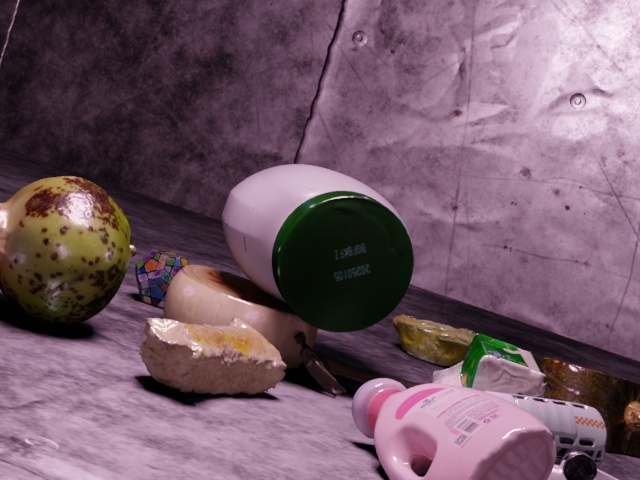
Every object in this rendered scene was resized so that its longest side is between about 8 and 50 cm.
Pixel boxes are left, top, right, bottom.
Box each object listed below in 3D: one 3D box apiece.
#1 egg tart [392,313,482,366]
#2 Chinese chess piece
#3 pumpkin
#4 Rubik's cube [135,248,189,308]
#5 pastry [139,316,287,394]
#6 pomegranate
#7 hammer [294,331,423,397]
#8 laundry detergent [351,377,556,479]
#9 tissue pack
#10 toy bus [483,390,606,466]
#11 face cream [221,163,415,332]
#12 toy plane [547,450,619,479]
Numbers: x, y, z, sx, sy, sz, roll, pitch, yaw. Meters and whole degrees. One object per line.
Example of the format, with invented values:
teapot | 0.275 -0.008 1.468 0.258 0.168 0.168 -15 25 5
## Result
egg tart | 0.232 0.200 2.568 0.197 0.078 0.197 17 3 -1
Chinese chess piece | -0.128 0.124 2.060 0.250 0.103 0.250 19 5 -2
pumpkin | 0.475 0.286 2.174 0.248 0.131 0.126 13 -5 14
Rubik's cube | -0.271 0.066 2.242 0.093 0.111 0.111 -10 11 -13
pastry | -0.143 0.155 1.716 0.121 0.089 0.258 23 8 26
pomegranate | -0.399 -0.009 1.815 0.276 0.204 0.222 36 -33 -14
hammer | 0.088 0.216 2.015 0.297 0.027 0.125 20 29 -38
laundry detergent | 0.139 0.236 1.541 0.088 0.159 0.335 57 -17 -19
tissue pack | 0.233 0.224 1.882 0.156 0.148 0.209 18 5 4
toy bus | 0.271 0.242 1.617 0.194 0.089 0.087 10 49 -17
face cream | 0.000 0.000 2.050 0.312 0.219 0.357 20 6 -16
toy plane | 0.334 0.312 1.519 0.255 0.101 0.251 18 -5 11
